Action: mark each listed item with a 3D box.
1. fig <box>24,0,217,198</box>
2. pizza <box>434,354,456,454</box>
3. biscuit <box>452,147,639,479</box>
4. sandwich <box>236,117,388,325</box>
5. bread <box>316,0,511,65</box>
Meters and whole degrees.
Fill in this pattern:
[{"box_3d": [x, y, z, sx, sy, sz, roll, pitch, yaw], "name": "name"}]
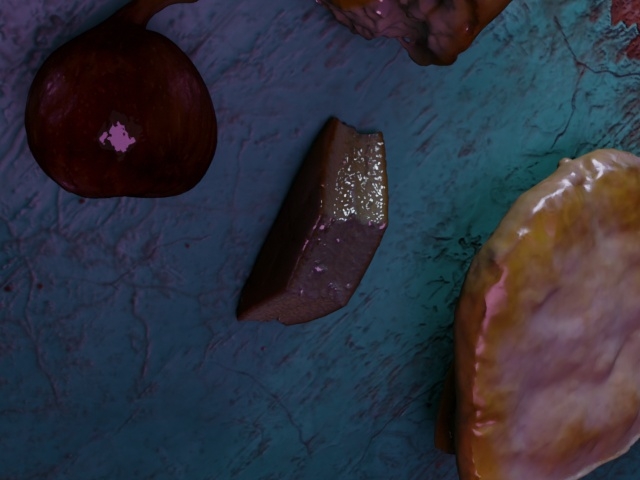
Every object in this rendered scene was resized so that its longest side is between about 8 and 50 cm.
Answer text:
[{"box_3d": [-0.179, -0.140, 0.816, 0.175, 0.175, 0.207, 1, 98, -21], "name": "fig"}, {"box_3d": [0.228, 0.196, 1.173, 0.198, 0.062, 0.188, 22, 90, -37], "name": "pizza"}, {"box_3d": [0.318, 0.108, 1.112, 0.429, 0.104, 0.446, -25, 118, -24], "name": "biscuit"}, {"box_3d": [0.000, 0.000, 0.979, 0.094, 0.096, 0.258, 14, 110, -31], "name": "sandwich"}, {"box_3d": [0.117, -0.384, 0.755, 0.394, 0.250, 0.361, -44, 121, 1], "name": "bread"}]
